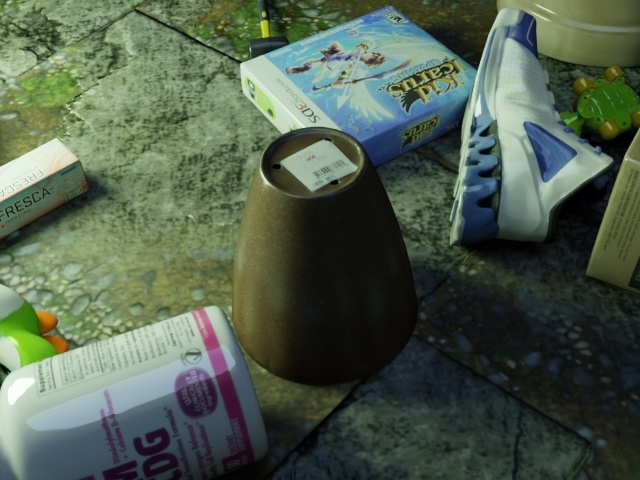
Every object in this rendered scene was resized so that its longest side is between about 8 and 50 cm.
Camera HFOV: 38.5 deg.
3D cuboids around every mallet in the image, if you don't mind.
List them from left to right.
[{"bbox_3d":[-0.077,-0.338,1.443,0.062,0.039,0.189,-1,43,2],"label":"mallet"}]

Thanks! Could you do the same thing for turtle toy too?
[{"bbox_3d":[0.369,-0.170,1.228,0.130,0.066,0.095,-20,72,-12],"label":"turtle toy"}]

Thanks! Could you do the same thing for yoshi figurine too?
[{"bbox_3d":[-0.442,0.080,0.979,0.362,0.203,0.203,30,71,25],"label":"yoshi figurine"}]

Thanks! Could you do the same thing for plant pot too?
[{"bbox_3d":[0.000,0.000,0.981,0.216,0.230,0.215,-2,47,2],"label":"plant pot"},{"bbox_3d":[0.434,-0.462,1.357,0.323,0.280,0.323,-3,46,3],"label":"plant pot"}]

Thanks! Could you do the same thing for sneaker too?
[{"bbox_3d":[0.269,-0.120,1.142,0.182,0.127,0.315,11,67,2],"label":"sneaker"}]

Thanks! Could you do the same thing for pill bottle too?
[{"bbox_3d":[-0.206,0.179,0.874,0.283,0.160,0.160,-18,48,-12],"label":"pill bottle"}]

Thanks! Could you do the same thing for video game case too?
[{"bbox_3d":[0.062,-0.216,1.298,0.270,0.061,0.244,-26,51,-20],"label":"video game case"}]

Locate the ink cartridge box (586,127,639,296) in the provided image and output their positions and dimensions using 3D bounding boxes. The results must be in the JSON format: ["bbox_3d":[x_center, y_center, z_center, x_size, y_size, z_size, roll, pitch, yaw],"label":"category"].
[{"bbox_3d":[0.402,-0.080,1.054,0.088,0.193,0.234,23,53,21],"label":"ink cartridge box"}]

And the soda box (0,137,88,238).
[{"bbox_3d":[-0.395,-0.057,1.181,0.183,0.058,0.063,-33,53,-26],"label":"soda box"}]
